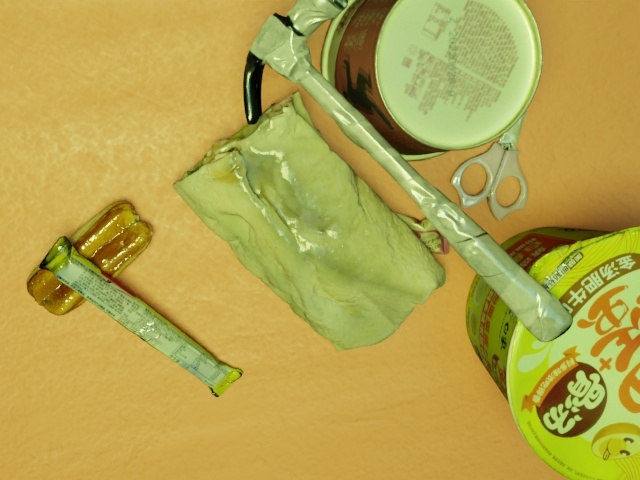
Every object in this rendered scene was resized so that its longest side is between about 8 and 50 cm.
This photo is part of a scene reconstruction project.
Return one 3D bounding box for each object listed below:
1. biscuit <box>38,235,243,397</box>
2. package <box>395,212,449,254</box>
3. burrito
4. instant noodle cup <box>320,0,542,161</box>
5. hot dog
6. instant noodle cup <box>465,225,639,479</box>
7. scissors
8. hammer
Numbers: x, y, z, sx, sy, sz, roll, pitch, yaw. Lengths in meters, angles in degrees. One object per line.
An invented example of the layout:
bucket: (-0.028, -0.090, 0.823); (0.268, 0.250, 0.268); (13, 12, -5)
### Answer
biscuit: (-0.208, 0.101, 0.829); (0.048, 0.026, 0.292); (-41, 118, 8)
package: (0.127, -0.009, 0.891); (0.083, 0.029, 0.059); (0, 108, 1)
burrito: (0.003, -0.002, 0.816); (0.190, 0.135, 0.332); (-43, 105, 2)
instant noodle cup: (0.128, -0.196, 0.778); (0.234, 0.178, 0.235); (-2, 103, -9)
hot dog: (-0.275, 0.024, 0.820); (0.165, 0.045, 0.071); (-41, 106, 0)
instant noodle cup: (0.324, 0.111, 0.848); (0.311, 0.221, 0.312); (-2, 101, -10)
scissors: (0.246, -0.133, 0.891); (0.110, 0.021, 0.212); (18, 98, -15)
hammer: (0.097, -0.062, 0.679); (0.427, 0.044, 0.152); (43, 112, -1)
